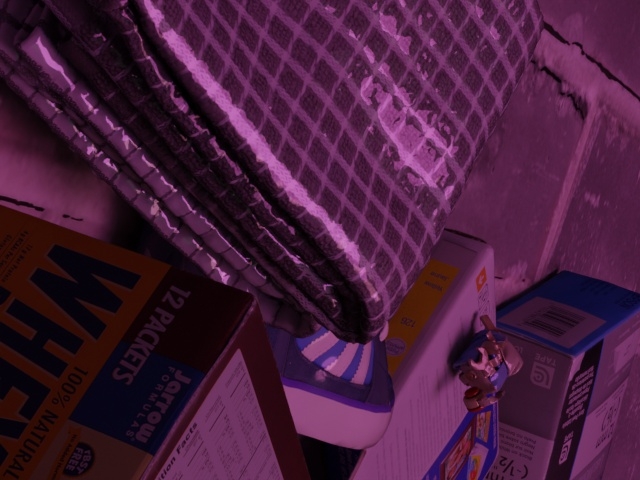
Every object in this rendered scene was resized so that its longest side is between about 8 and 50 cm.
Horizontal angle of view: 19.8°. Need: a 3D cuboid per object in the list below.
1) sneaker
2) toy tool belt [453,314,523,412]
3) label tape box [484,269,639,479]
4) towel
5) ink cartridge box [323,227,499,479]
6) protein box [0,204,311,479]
[{"bbox_3d":[-0.001,0.000,1.197,0.323,0.130,0.236,22,91,-62],"label":"sneaker"},{"bbox_3d":[0.133,0.102,1.542,0.051,0.052,0.083,62,37,-17],"label":"toy tool belt"},{"bbox_3d":[0.221,0.229,1.915,0.249,0.115,0.347,-24,127,-61],"label":"label tape box"},{"bbox_3d":[-0.016,-0.115,0.956,0.283,0.121,0.235,47,60,-35],"label":"towel"},{"bbox_3d":[0.064,0.198,1.595,0.307,0.072,0.303,-52,152,-34],"label":"ink cartridge box"},{"bbox_3d":[-0.129,0.104,0.891,0.136,0.200,0.201,-58,154,-29],"label":"protein box"}]
